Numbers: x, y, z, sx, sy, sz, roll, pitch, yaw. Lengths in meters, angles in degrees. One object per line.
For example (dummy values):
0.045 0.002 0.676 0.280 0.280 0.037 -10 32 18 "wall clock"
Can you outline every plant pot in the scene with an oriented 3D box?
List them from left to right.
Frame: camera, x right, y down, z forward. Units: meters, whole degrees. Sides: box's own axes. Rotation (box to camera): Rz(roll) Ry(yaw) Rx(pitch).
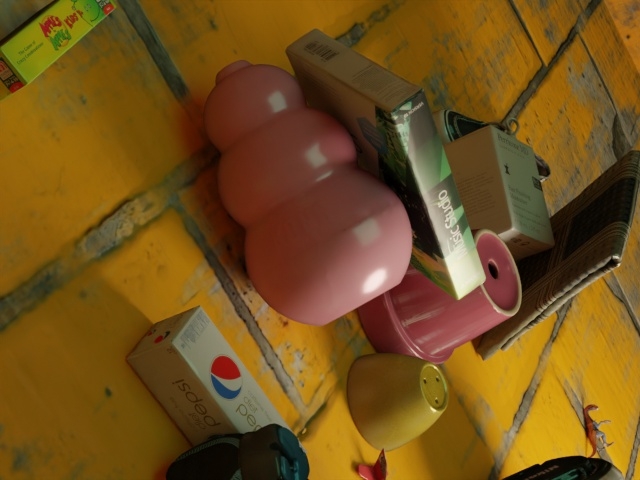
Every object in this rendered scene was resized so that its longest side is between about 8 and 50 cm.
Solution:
0.114 0.207 1.411 0.134 0.095 0.134 30 50 -43 "plant pot"
0.175 0.070 1.497 0.201 0.180 0.201 29 51 -43 "plant pot"

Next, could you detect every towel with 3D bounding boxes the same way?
0.398 0.030 1.721 0.056 0.324 0.312 39 40 -8 "towel"

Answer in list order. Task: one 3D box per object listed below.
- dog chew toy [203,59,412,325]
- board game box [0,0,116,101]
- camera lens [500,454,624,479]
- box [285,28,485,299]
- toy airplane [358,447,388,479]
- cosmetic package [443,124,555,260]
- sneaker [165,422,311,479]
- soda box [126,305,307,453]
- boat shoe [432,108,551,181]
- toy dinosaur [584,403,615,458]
-0.030 -0.067 1.280 0.206 0.206 0.332 -24 85 -56 "dog chew toy"
-0.291 -0.199 1.072 0.043 0.092 0.181 55 36 -20 "board game box"
0.359 0.461 1.501 0.219 0.219 0.274 -14 83 -56 "camera lens"
0.085 -0.094 1.336 0.058 0.232 0.322 -37 132 -12 "box"
0.082 0.344 1.350 0.151 0.028 0.151 33 47 -43 "toy airplane"
0.269 -0.064 1.727 0.151 0.151 0.183 17 59 -51 "cosmetic package"
-0.066 0.362 1.049 0.125 0.140 0.341 34 45 -68 "sneaker"
-0.108 0.180 1.134 0.216 0.074 0.069 56 35 -17 "soda box"
0.312 -0.161 1.883 0.306 0.105 0.113 31 48 -42 "boat shoe"
0.505 0.344 1.936 0.090 0.047 0.082 -15 66 -46 "toy dinosaur"
